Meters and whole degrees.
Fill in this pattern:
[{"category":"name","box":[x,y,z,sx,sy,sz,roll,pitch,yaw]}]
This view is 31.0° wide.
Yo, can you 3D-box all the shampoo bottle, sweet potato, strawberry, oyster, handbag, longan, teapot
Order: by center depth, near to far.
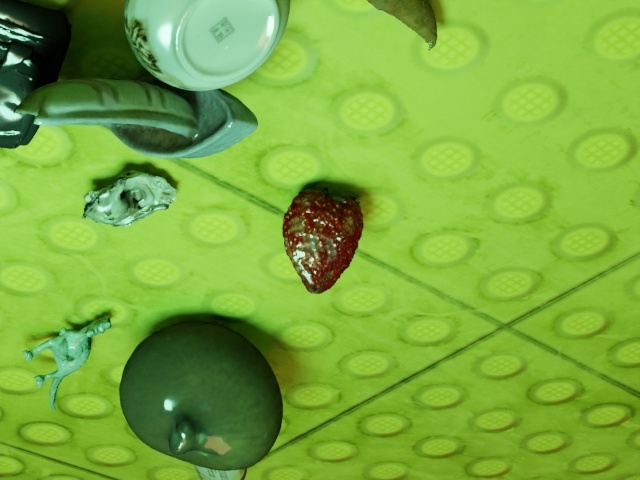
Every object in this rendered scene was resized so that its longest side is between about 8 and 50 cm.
[{"category":"teapot","box":[-0.139,-0.286,1.362,0.204,0.139,0.298,-30,139,-6]},{"category":"sweet potato","box":[0.056,-0.323,1.371,0.072,0.066,0.314,-13,145,27]},{"category":"handbag","box":[-0.475,-0.229,1.478,0.275,0.088,0.244,15,137,-19]},{"category":"oyster","box":[-0.302,-0.062,1.732,0.165,0.053,0.108,-26,156,21]},{"category":"strawberry","box":[0.003,-0.005,1.733,0.131,0.148,0.131,-1,143,-1]},{"category":"longan","box":[-0.203,0.273,2.009,0.300,0.300,0.243,15,112,-20]},{"category":"shampoo bottle","box":[-0.219,0.409,2.334,0.104,0.104,0.278,-4,143,4]}]

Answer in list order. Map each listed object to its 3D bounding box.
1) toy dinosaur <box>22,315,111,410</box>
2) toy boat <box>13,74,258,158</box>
[{"category":"toy dinosaur","box":[-0.491,0.228,2.101,0.129,0.076,0.383,-6,159,-35]},{"category":"toy boat","box":[-0.256,-0.167,1.466,0.293,0.111,0.276,6,-178,-31]}]
